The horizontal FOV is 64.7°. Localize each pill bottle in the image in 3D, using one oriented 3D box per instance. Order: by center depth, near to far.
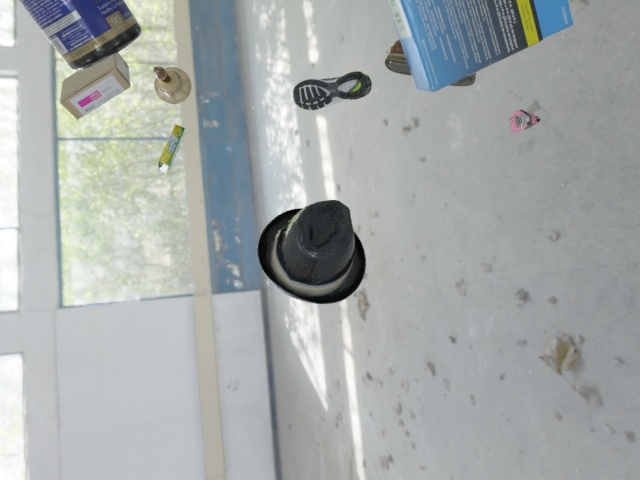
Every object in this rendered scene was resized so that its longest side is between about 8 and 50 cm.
[{"bbox_3d":[-0.361,-0.359,0.696,0.219,0.123,0.123,60,178,-32],"label":"pill bottle"}]

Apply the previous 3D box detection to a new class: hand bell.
[{"bbox_3d":[-0.496,-0.520,1.610,0.242,0.126,0.126,-132,41,-83],"label":"hand bell"}]

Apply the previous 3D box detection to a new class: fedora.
[{"bbox_3d":[0.000,0.000,1.324,0.152,0.334,0.334,118,145,-46],"label":"fedora"}]

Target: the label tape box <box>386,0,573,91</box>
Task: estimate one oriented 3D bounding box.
[{"bbox_3d":[0.331,-0.497,1.071,0.106,0.333,0.241,-117,2,-69],"label":"label tape box"}]

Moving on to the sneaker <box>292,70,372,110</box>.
[{"bbox_3d":[0.046,-0.525,1.784,0.121,0.300,0.111,-40,-55,-65],"label":"sneaker"}]

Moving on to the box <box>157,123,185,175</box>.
[{"bbox_3d":[-0.539,-0.317,1.811,0.105,0.043,0.179,-28,40,68],"label":"box"}]

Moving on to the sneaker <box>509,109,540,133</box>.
[{"bbox_3d":[0.440,-0.257,1.075,0.119,0.057,0.047,-36,-63,-76],"label":"sneaker"}]

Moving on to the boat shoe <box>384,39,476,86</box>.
[{"bbox_3d":[0.364,-0.589,1.635,0.104,0.307,0.111,-65,-19,-10],"label":"boat shoe"}]

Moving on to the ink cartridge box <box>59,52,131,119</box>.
[{"bbox_3d":[-0.799,-0.559,1.797,0.088,0.234,0.193,57,-175,-45],"label":"ink cartridge box"}]
